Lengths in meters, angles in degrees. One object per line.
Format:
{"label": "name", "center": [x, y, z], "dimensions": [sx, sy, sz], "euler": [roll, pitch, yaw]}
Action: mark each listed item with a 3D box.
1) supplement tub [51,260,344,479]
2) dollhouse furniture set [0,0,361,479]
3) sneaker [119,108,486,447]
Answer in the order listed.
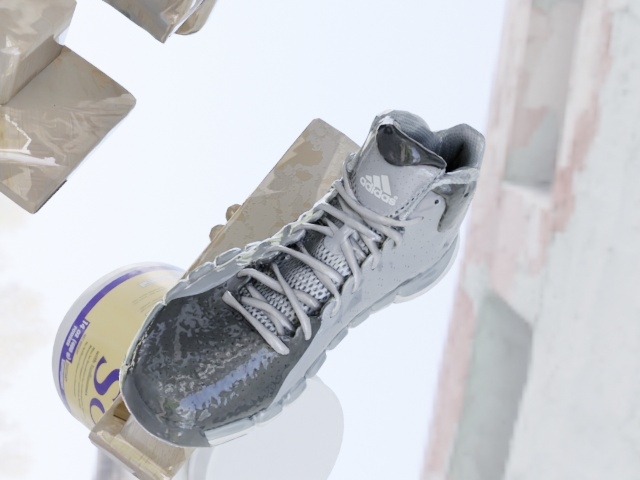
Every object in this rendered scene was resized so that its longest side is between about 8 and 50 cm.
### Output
{"label": "supplement tub", "center": [-0.152, 0.189, 1.713], "dimensions": [0.331, 0.241, 0.241], "euler": [30, -61, 44]}
{"label": "dollhouse furniture set", "center": [-0.185, -0.051, 0.949], "dimensions": [0.362, 0.394, 0.256], "euler": [-53, 180, -36]}
{"label": "sneaker", "center": [0.000, 0.000, 0.680], "dimensions": [0.086, 0.228, 0.132], "euler": [43, -38, 14]}
